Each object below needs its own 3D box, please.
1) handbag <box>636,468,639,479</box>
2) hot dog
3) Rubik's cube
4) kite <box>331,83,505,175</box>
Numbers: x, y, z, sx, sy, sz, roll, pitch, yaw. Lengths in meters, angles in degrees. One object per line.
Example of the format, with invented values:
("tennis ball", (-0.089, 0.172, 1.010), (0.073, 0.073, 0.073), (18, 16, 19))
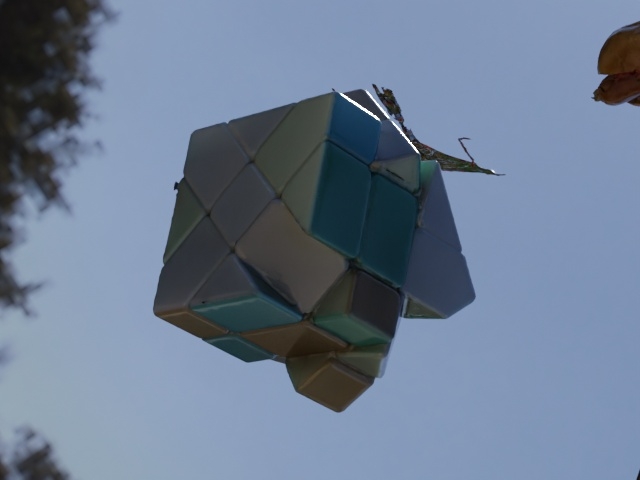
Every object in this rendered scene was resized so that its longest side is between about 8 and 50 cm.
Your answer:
("handbag", (0.360, 0.181, 1.208), (0.302, 0.178, 0.275), (42, -37, 28))
("hot dog", (0.313, -0.154, 1.490), (0.236, 0.062, 0.092), (-24, -36, 31))
("Rubik's cube", (0.000, 0.000, 1.645), (0.224, 0.265, 0.213), (-11, -30, 44))
("kite", (0.086, -0.102, 1.869), (0.198, 0.006, 0.244), (21, -11, 15))
